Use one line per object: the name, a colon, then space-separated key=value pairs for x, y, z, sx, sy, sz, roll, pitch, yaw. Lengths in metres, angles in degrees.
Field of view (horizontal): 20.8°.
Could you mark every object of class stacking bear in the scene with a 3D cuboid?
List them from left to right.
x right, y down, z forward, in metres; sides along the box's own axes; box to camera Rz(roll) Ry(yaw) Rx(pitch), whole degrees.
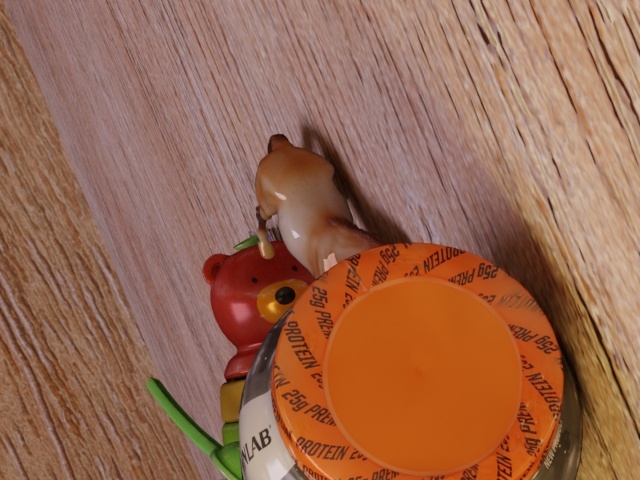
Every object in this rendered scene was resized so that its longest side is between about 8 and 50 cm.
stacking bear: x=-0.021 y=0.141 z=1.572 sx=0.164 sy=0.175 sz=0.289 roll=154 pitch=101 yaw=-82

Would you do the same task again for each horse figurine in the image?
horse figurine: x=0.000 y=0.000 z=1.395 sx=0.174 sy=0.066 sz=0.263 roll=90 pitch=157 yaw=-49

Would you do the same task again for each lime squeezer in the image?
lime squeezer: x=-0.045 y=0.170 z=1.454 sx=0.310 sy=0.059 sz=0.109 roll=-3 pitch=87 yaw=40

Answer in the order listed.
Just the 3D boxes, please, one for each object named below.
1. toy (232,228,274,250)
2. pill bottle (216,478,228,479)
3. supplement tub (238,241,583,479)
toy: x=-0.030 y=0.104 z=1.758 sx=0.137 sy=0.056 sz=0.237 roll=176 pitch=71 yaw=-79
pill bottle: x=-0.045 y=0.450 z=1.831 sx=0.224 sy=0.224 sz=0.392 roll=113 pitch=150 yaw=-74
supplement tub: x=0.053 y=0.147 z=1.115 sx=0.207 sy=0.207 sz=0.338 roll=61 pitch=167 yaw=24
